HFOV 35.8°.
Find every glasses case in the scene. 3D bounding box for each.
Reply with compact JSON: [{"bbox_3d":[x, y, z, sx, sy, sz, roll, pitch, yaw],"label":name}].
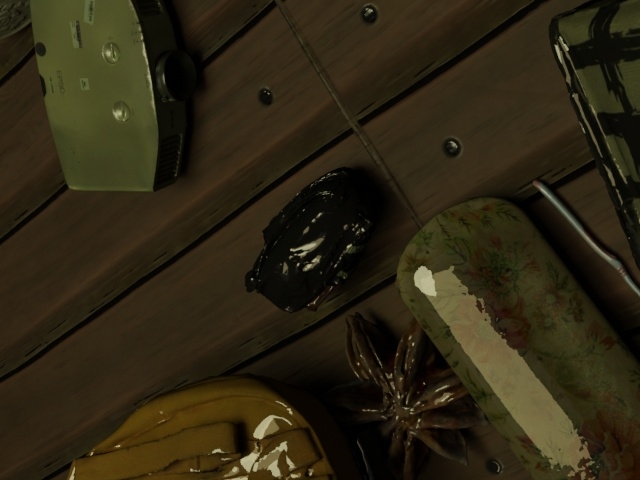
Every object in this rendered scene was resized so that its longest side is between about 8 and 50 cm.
[{"bbox_3d":[0.241,0.146,0.996,0.156,0.098,0.425,-37,86,6],"label":"glasses case"}]

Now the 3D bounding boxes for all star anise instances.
[{"bbox_3d":[0.096,0.180,1.119,0.229,0.093,0.236,1,111,25],"label":"star anise"}]

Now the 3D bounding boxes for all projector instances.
[{"bbox_3d":[-0.242,-0.196,1.191,0.194,0.088,0.269,3,108,29],"label":"projector"}]

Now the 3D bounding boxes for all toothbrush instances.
[{"bbox_3d":[0.282,0.007,0.987,0.193,0.013,0.019,46,117,10],"label":"toothbrush"}]

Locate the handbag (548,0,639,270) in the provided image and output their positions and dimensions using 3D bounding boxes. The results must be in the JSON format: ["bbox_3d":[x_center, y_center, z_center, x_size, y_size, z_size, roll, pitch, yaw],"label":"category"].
[{"bbox_3d":[0.361,-0.067,0.761,0.325,0.163,0.326,3,115,66],"label":"handbag"}]

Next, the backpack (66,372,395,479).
[{"bbox_3d":[-0.099,0.330,1.118,0.378,0.201,0.353,-27,82,27],"label":"backpack"}]

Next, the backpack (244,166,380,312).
[{"bbox_3d":[0.000,0.001,1.100,0.106,0.120,0.165,40,125,-12],"label":"backpack"}]

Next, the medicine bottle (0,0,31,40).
[{"bbox_3d":[-0.460,-0.379,1.227,0.143,0.143,0.258,-33,87,35],"label":"medicine bottle"}]
